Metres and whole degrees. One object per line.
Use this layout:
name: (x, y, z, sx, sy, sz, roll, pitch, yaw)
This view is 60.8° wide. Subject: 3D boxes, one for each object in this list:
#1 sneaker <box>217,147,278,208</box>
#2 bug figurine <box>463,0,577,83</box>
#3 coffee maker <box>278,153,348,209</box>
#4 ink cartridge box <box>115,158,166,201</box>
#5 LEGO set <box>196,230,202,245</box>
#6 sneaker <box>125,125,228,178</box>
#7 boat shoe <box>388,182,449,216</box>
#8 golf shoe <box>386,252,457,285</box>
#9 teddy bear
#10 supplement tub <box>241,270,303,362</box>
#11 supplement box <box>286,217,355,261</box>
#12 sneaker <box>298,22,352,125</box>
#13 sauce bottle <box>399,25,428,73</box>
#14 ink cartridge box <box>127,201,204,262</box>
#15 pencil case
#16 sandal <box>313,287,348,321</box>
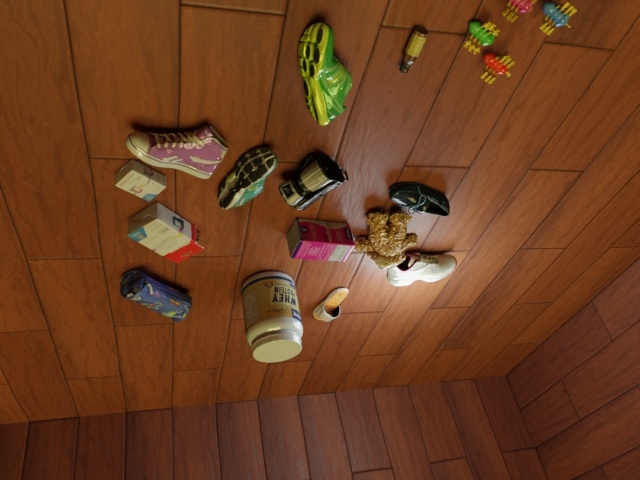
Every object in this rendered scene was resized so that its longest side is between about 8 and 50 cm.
sneaker: (-0.221, -0.196, 1.722, 0.110, 0.107, 0.275, -3, 153, -47)
bug figurine: (0.517, -0.560, 1.453, 0.216, 0.072, 0.279, 25, 135, -32)
coffee maker: (-0.020, -0.178, 1.765, 0.178, 0.120, 0.171, -32, 141, 26)
ink cartridge box: (-0.546, -0.181, 1.653, 0.089, 0.052, 0.122, -34, 138, 27)
LEGO set: (-0.450, -0.008, 1.952, 0.054, 0.023, 0.083, 12, 124, -34)
sneaker: (-0.392, -0.282, 1.536, 0.282, 0.102, 0.161, 10, 136, -45)
boat shoe: (0.369, -0.144, 1.958, 0.258, 0.089, 0.109, 5, 141, -23)
golf shoe: (0.429, 0.106, 2.304, 0.306, 0.115, 0.140, -14, 141, -1)
teddy bear: (0.256, 0.003, 2.108, 0.245, 0.113, 0.338, 3, 141, -17)
supplement tub: (-0.195, 0.308, 2.204, 0.228, 0.316, 0.228, -9, 144, -6)
supplement box: (0.000, 0.000, 2.021, 0.220, 0.111, 0.114, 5, 140, -25)
sneaker: (0.017, -0.448, 1.446, 0.124, 0.109, 0.295, -29, 146, -17)
sauce bottle: (0.247, -0.510, 1.465, 0.042, 0.042, 0.128, 1, 144, -19)
ink cartridge box: (-0.521, -0.021, 1.856, 0.134, 0.078, 0.231, -26, 142, 19)
pencil case: (-0.628, 0.215, 2.108, 0.133, 0.119, 0.306, -6, 152, 30)
sandal: (0.047, 0.312, 2.491, 0.102, 0.076, 0.265, 7, 140, -25)
